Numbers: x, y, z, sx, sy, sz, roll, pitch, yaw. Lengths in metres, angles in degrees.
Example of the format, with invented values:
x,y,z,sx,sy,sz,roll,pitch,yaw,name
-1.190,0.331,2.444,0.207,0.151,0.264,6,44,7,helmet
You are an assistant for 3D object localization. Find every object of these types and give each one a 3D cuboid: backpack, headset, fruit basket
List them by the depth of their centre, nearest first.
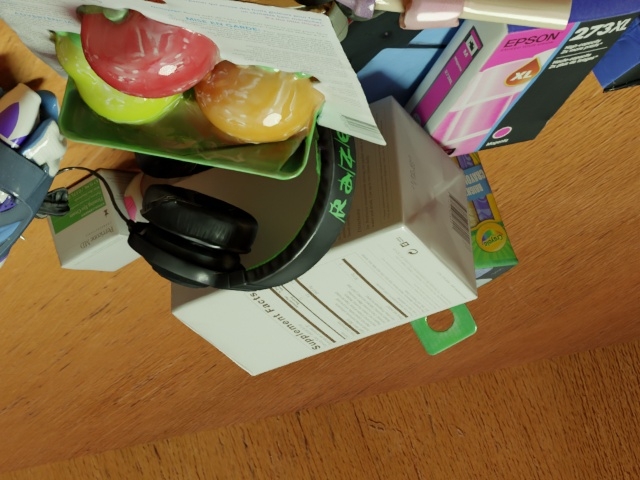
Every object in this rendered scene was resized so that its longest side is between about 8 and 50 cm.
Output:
x,y,z,sx,sy,sz,roll,pitch,yaw,name
-0.118,-0.172,1.726,0.327,0.165,0.353,10,164,13,fruit basket
-0.154,-0.065,2.066,0.394,0.243,0.185,-8,171,34,headset
0.375,-0.236,2.318,0.120,0.101,0.098,-9,165,-44,backpack

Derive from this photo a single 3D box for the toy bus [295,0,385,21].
x,y,z,sx,sy,sz,roll,pitch,yaw,name
0.041,-0.305,1.643,0.211,0.149,0.220,-41,160,18,toy bus

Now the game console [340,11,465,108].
x,y,z,sx,sy,sz,roll,pitch,yaw,name
0.144,-0.221,2.182,0.386,0.060,0.342,-5,160,-42,game console

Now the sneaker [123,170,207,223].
x,y,z,sx,sy,sz,roll,pitch,yaw,name
-0.112,-0.074,2.343,0.252,0.103,0.111,-16,161,-32,sneaker

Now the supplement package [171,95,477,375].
x,y,z,sx,sy,sz,roll,pitch,yaw,name
0.000,0.000,2.202,0.293,0.178,0.175,-20,143,24,supplement package

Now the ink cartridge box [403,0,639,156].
x,y,z,sx,sy,sz,roll,pitch,yaw,name
0.223,-0.207,2.153,0.175,0.069,0.371,-12,156,-26,ink cartridge box

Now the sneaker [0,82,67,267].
x,y,z,sx,sy,sz,roll,pitch,yaw,name
-0.357,-0.050,1.913,0.236,0.130,0.323,-60,170,24,sneaker

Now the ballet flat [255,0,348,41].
x,y,z,sx,sy,sz,roll,pitch,yaw,name
-0.077,-0.206,1.988,0.213,0.072,0.068,-17,138,-8,ballet flat

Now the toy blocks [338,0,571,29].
x,y,z,sx,sy,sz,roll,pitch,yaw,name
0.068,-0.339,1.393,0.260,0.309,0.288,6,151,-3,toy blocks

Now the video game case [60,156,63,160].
x,y,z,sx,sy,sz,roll,pitch,yaw,name
-0.414,-0.053,2.178,0.212,0.023,0.193,-6,160,-39,video game case

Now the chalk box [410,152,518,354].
x,y,z,sx,sy,sz,roll,pitch,yaw,name
0.103,-0.006,2.446,0.179,0.289,0.180,-3,159,-45,chalk box

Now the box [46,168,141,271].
x,y,z,sx,sy,sz,roll,pitch,yaw,name
-0.251,-0.022,2.355,0.101,0.087,0.102,-28,163,30,box
